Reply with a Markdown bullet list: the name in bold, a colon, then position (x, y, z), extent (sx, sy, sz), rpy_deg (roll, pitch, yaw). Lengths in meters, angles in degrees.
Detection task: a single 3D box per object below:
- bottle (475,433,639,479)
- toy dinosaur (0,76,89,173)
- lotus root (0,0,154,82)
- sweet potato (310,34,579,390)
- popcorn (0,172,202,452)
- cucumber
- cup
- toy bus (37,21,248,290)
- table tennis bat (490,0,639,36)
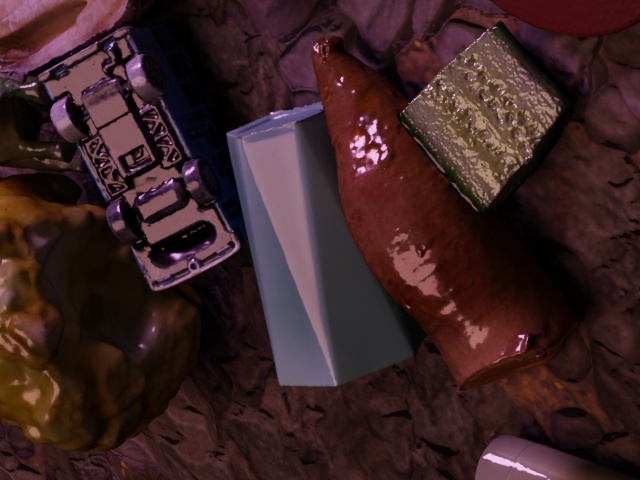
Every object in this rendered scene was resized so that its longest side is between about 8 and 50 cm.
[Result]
- **bottle**: position (0.234, 0.228, 1.371), extent (0.201, 0.072, 0.072), rpy_deg (17, 124, 39)
- **toy dinosaur**: position (-0.374, -0.122, 1.635), extent (0.300, 0.447, 0.087), rpy_deg (7, 81, 22)
- **lotus root**: position (-0.250, -0.246, 1.579), extent (0.329, 0.078, 0.167), rpy_deg (-13, 80, 50)
- **sweet potato**: position (0.079, -0.025, 1.332), extent (0.337, 0.131, 0.131), rpy_deg (53, 139, 7)
- **popcorn**: position (-0.294, 0.081, 1.605), extent (0.292, 0.294, 0.334), rpy_deg (-28, 122, 37)
- **cucumber**: position (0.138, -0.099, 1.277), extent (0.116, 0.062, 0.115), rpy_deg (-43, 80, 15)
- **cup**: position (0.000, 0.000, 1.426), extent (0.148, 0.134, 0.236), rpy_deg (-3, 109, 43)
- **toy bus**: position (-0.153, -0.083, 1.525), extent (0.116, 0.133, 0.234), rpy_deg (-26, 94, 19)
- **table tennis bat**: position (0.136, -0.275, 1.181), extent (0.310, 0.038, 0.200), rpy_deg (42, 138, 11)
